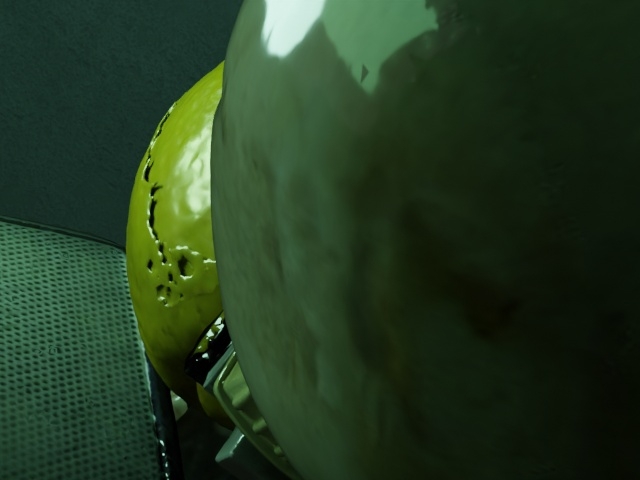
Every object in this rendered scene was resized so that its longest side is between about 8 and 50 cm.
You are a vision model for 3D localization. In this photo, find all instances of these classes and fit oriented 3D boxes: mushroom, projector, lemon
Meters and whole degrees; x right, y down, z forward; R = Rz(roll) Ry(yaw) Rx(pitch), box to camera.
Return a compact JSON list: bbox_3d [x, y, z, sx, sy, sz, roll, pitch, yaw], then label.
[{"bbox_3d":[0.113,-0.013,0.712,0.290,0.292,0.292,-20,-11,-25],"label":"mushroom"},{"bbox_3d":[-0.274,0.227,1.401,0.405,0.242,0.395,-107,33,-57],"label":"projector"},{"bbox_3d":[0.000,0.000,1.341,0.297,0.297,0.297,-52,4,5],"label":"lemon"}]

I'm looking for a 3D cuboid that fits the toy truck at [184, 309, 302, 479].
[{"bbox_3d":[0.097,-0.017,1.097,0.405,0.181,0.254,-55,8,-17],"label":"toy truck"}]

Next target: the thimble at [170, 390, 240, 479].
[{"bbox_3d":[-0.061,0.169,1.534,0.196,0.148,0.229,-51,6,-5],"label":"thimble"}]
